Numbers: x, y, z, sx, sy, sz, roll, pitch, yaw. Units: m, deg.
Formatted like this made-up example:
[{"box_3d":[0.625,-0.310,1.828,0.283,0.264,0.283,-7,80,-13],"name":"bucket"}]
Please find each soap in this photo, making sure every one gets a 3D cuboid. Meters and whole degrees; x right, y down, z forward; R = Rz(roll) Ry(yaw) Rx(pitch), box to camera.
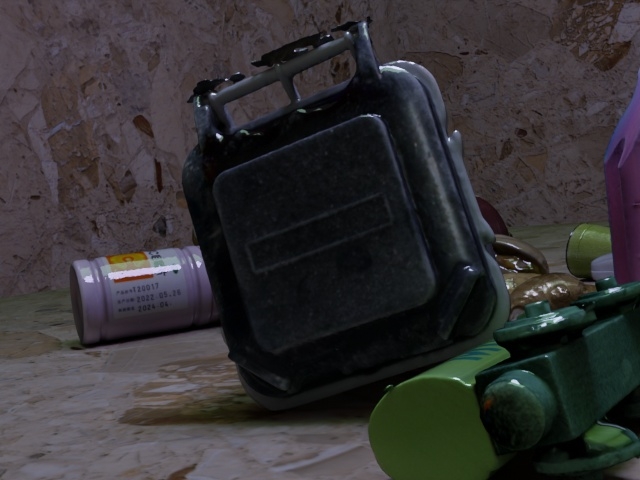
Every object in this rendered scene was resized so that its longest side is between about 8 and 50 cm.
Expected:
[{"box_3d":[0.445,-0.081,1.011,0.192,0.324,0.109,-5,1,5],"name":"soap"}]

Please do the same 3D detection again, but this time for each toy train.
[{"box_3d":[0.138,0.092,0.556,0.157,0.105,0.253,-22,-7,34],"name":"toy train"}]

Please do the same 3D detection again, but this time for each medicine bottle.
[{"box_3d":[-0.255,0.080,1.331,0.249,0.133,0.133,-6,2,-23],"name":"medicine bottle"}]

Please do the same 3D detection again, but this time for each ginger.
[{"box_3d":[0.275,0.067,0.961,0.165,0.067,0.096,-8,-20,-31],"name":"ginger"}]

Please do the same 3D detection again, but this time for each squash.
[{"box_3d":[0.492,0.025,1.327,0.094,0.094,0.224,-8,9,-32],"name":"squash"}]

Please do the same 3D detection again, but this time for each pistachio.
[{"box_3d":[0.262,0.046,1.228,0.113,0.113,0.149,-8,18,-34],"name":"pistachio"}]

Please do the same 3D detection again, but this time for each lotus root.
[{"box_3d":[0.238,0.071,1.038,0.151,0.063,0.072,-5,4,-22],"name":"lotus root"}]

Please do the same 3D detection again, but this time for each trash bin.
[{"box_3d":[0.051,-0.015,0.849,0.255,0.296,0.367,-22,-11,17],"name":"trash bin"}]

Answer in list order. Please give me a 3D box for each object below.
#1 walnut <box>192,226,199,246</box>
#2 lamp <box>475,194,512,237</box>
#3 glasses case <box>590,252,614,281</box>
[{"box_3d":[-0.100,-0.032,1.706,0.313,0.277,0.252,-33,-43,22],"name":"walnut"},{"box_3d":[0.200,0.015,1.384,0.258,0.180,0.180,-6,2,-34],"name":"lamp"},{"box_3d":[0.493,0.037,1.202,0.092,0.059,0.233,-10,5,-38],"name":"glasses case"}]
